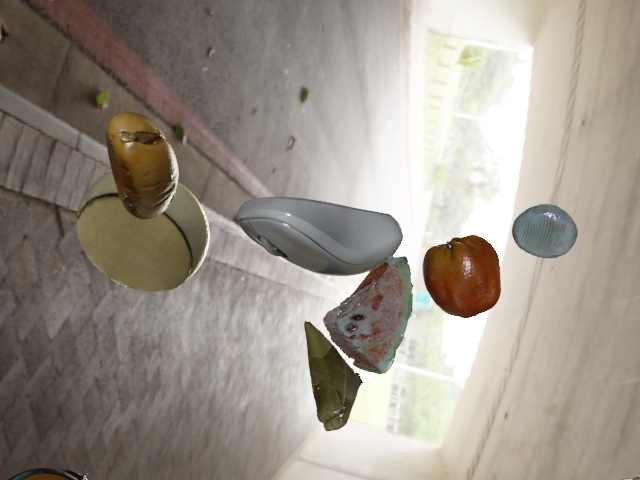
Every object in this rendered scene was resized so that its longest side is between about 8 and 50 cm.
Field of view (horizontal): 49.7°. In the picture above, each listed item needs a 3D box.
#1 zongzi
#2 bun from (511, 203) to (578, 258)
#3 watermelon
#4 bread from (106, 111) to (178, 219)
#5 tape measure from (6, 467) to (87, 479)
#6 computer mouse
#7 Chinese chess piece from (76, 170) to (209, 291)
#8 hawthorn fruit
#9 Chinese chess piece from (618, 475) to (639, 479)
[{"bbox_3d":[0.005,0.256,1.315,0.176,0.079,0.160,57,18,-13],"label":"zongzi"},{"bbox_3d":[0.297,-0.014,0.916,0.045,0.083,0.083,-52,154,-57],"label":"bun"},{"bbox_3d":[0.060,0.104,1.019,0.071,0.139,0.187,21,-77,53],"label":"watermelon"},{"bbox_3d":[-0.213,-0.090,0.828,0.189,0.078,0.114,135,-59,-67],"label":"bread"},{"bbox_3d":[-0.488,0.504,1.207,0.135,0.223,0.202,-43,-125,32],"label":"tape measure"},{"bbox_3d":[0.000,0.000,1.182,0.297,0.184,0.121,6,87,-37],"label":"computer mouse"},{"bbox_3d":[-0.334,-0.017,1.301,0.103,0.250,0.249,-70,169,-52],"label":"Chinese chess piece"},{"bbox_3d":[0.317,0.080,1.535,0.189,0.189,0.189,13,90,-82],"label":"hawthorn fruit"},{"bbox_3d":[0.618,0.558,1.348,0.104,0.257,0.257,-101,-168,-45],"label":"Chinese chess piece"}]
